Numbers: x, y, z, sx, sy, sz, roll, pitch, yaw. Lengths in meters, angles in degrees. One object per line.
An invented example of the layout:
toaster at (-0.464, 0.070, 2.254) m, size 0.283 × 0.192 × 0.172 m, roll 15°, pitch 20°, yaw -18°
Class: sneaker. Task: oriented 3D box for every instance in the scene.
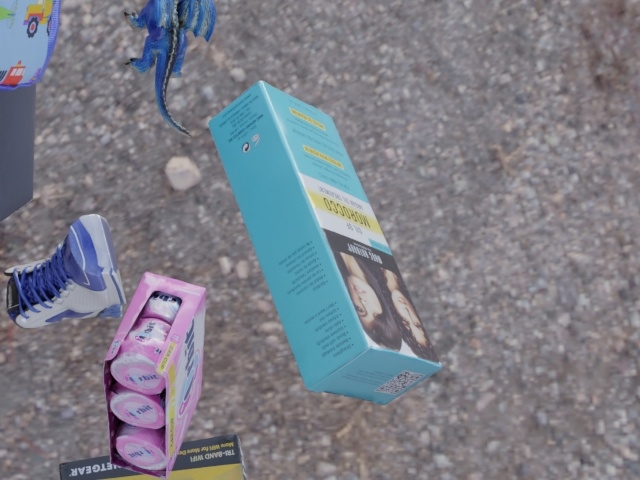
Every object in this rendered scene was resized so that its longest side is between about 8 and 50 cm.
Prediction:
sneaker at (-0.408, 0.073, 1.842) m, size 0.182 × 0.315 × 0.127 m, roll -13°, pitch 75°, yaw -13°

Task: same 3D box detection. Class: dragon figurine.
dragon figurine at (-0.196, -0.290, 1.558) m, size 0.085 × 0.144 × 0.289 m, roll 11°, pitch 55°, yaw -29°

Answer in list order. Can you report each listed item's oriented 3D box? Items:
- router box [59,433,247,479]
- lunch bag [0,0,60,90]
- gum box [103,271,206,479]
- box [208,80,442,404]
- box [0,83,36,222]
router box at (-0.269, 0.471, 1.945) m, size 0.309 × 0.081 × 0.242 m, roll -10°, pitch 65°, yaw -2°
lunch bag at (-0.264, -0.227, 0.838) m, size 0.221 × 0.138 × 0.293 m, roll -35°, pitch 126°, yaw -72°
gum box at (-0.155, 0.127, 1.105) m, size 0.062 × 0.188 × 0.107 m, roll 14°, pitch 48°, yaw 5°
box at (0.000, 0.000, 0.882) m, size 0.100 × 0.060 × 0.244 m, roll 20°, pitch 40°, yaw -51°
box at (-0.585, -0.193, 1.714) m, size 0.182 × 0.294 × 0.296 m, roll -56°, pitch 156°, yaw -66°
